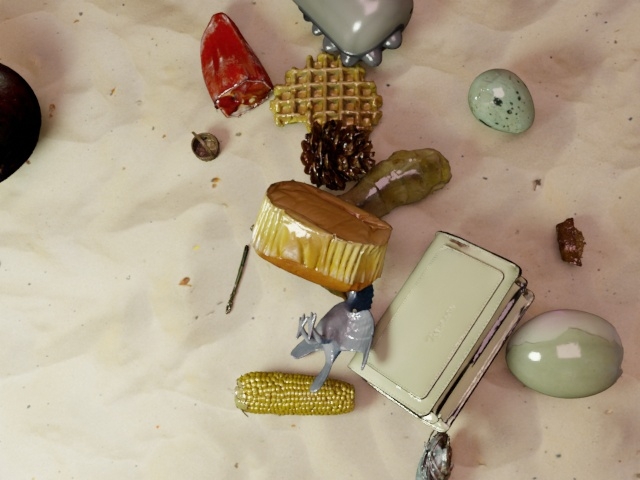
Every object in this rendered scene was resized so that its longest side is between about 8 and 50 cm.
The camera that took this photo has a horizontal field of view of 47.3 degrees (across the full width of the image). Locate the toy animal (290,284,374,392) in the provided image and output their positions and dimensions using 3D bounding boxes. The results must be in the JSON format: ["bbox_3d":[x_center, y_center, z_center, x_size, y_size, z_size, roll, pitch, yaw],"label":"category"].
[{"bbox_3d":[0.040,0.194,1.531,0.176,0.239,0.255,14,80,-30],"label":"toy animal"}]

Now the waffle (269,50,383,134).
[{"bbox_3d":[0.016,-0.313,1.703,0.249,0.056,0.253,-33,79,-2],"label":"waffle"}]

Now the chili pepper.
[{"bbox_3d":[-0.220,-0.421,1.728,0.136,0.144,0.252,-13,67,-28],"label":"chili pepper"}]

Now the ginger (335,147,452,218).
[{"bbox_3d":[0.161,-0.125,1.627,0.263,0.116,0.109,-28,48,4],"label":"ginger"}]

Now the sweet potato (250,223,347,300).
[{"bbox_3d":[-0.043,0.048,1.631,0.274,0.067,0.067,37,84,6],"label":"sweet potato"}]

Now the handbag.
[{"bbox_3d":[0.246,0.182,1.518,0.237,0.160,0.358,30,81,35],"label":"handbag"}]

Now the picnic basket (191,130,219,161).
[{"bbox_3d":[-0.269,-0.222,1.693,0.072,0.083,0.072,-1,78,6],"label":"picnic basket"}]

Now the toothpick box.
[{"bbox_3d":[0.066,-0.546,1.672,0.229,0.229,0.316,-40,80,-4],"label":"toothpick box"}]

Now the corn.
[{"bbox_3d":[-0.056,0.330,1.559,0.260,0.091,0.091,4,96,1],"label":"corn"}]

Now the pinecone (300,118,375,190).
[{"bbox_3d":[0.041,-0.185,1.589,0.174,0.173,0.173,-1,78,5],"label":"pinecone"}]

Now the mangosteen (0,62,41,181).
[{"bbox_3d":[-0.797,-0.268,1.635,0.330,0.330,0.330,-1,78,5],"label":"mangosteen"}]

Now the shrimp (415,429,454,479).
[{"bbox_3d":[0.241,0.453,1.506,0.079,0.090,0.232,10,90,40],"label":"shrimp"}]

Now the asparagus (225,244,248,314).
[{"bbox_3d":[-0.189,0.089,1.658,0.013,0.016,0.166,22,77,-33],"label":"asparagus"}]

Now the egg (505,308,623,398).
[{"bbox_3d":[0.486,0.230,1.483,0.217,0.183,0.183,0,78,-2],"label":"egg"}]

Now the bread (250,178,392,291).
[{"bbox_3d":[0.000,0.000,1.531,0.288,0.204,0.156,21,119,9],"label":"bread"}]

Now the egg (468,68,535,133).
[{"bbox_3d":[0.407,-0.307,1.630,0.164,0.131,0.131,42,85,4],"label":"egg"}]

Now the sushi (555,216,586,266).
[{"bbox_3d":[0.547,0.003,1.589,0.060,0.061,0.118,-8,76,15],"label":"sushi"}]
